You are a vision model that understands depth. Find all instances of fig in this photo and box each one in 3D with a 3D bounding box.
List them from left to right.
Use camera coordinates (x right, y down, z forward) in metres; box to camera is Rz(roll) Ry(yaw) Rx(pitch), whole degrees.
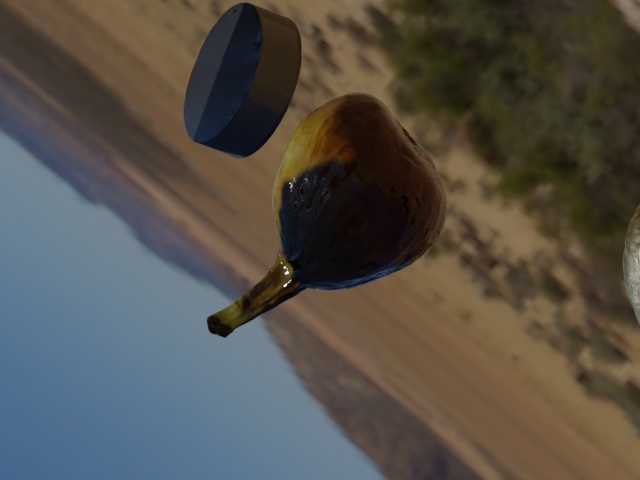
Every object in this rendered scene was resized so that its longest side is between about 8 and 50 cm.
[{"bbox_3d":[0.006,-0.018,1.936,0.190,0.290,0.191,26,-140,-24],"label":"fig"}]

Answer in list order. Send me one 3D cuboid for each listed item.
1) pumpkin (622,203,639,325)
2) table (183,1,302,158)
[{"bbox_3d":[0.353,0.024,1.498,0.219,0.162,0.219,32,135,40],"label":"pumpkin"},{"bbox_3d":[-0.070,-0.142,1.648,0.043,0.133,0.133,20,-173,-29],"label":"table"}]
